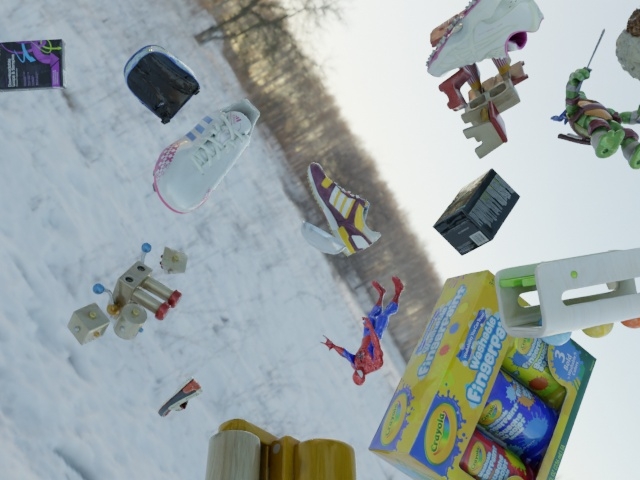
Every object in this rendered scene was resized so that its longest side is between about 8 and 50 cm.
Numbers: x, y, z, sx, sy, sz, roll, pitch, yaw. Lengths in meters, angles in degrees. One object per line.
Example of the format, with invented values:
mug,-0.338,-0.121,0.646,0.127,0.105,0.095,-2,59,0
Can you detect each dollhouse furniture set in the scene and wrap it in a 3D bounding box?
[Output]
dollhouse furniture set,0.360,-0.373,1.656,0.201,0.152,0.374,51,26,-22

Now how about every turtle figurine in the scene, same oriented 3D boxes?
turtle figurine,0.630,-0.296,1.592,0.198,0.274,0.266,46,24,-36

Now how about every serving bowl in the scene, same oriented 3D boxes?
serving bowl,0.000,0.000,1.237,0.083,0.027,0.083,31,6,-3

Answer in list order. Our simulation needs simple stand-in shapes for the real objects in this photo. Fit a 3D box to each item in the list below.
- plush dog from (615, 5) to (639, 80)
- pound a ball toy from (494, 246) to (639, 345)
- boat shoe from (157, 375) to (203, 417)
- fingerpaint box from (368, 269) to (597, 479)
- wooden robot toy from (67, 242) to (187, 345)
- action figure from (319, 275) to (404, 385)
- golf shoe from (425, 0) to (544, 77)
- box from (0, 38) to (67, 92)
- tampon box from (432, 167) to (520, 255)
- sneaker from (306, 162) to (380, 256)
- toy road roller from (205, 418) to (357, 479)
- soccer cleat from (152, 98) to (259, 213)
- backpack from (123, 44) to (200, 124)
plush dog,0.651,-0.330,1.356,0.225,0.211,0.262,26,-12,23
pound a ball toy,0.446,0.091,1.242,0.208,0.319,0.136,161,-79,-70
boat shoe,-0.310,0.353,1.638,0.043,0.137,0.049,47,25,3
fingerpaint box,0.369,0.352,1.631,0.371,0.445,0.163,38,-25,-17
wooden robot toy,-0.209,0.075,0.824,0.076,0.079,0.173,38,36,0
action figure,0.097,0.182,1.648,0.139,0.091,0.280,45,45,-30
golf shoe,0.311,-0.386,1.447,0.140,0.115,0.306,35,-23,-5
box,-0.685,-0.413,1.759,0.029,0.162,0.116,57,29,-86
tampon box,0.364,-0.066,1.734,0.101,0.161,0.120,45,-33,-6
sneaker,0.042,-0.068,1.349,0.185,0.084,0.069,65,6,9
toy road roller,-0.068,0.512,1.619,0.329,0.240,0.202,36,35,-33
soccer cleat,-0.207,-0.175,1.393,0.116,0.143,0.331,45,30,-16
backpack,-0.286,-0.285,1.310,0.114,0.105,0.084,39,13,-37
